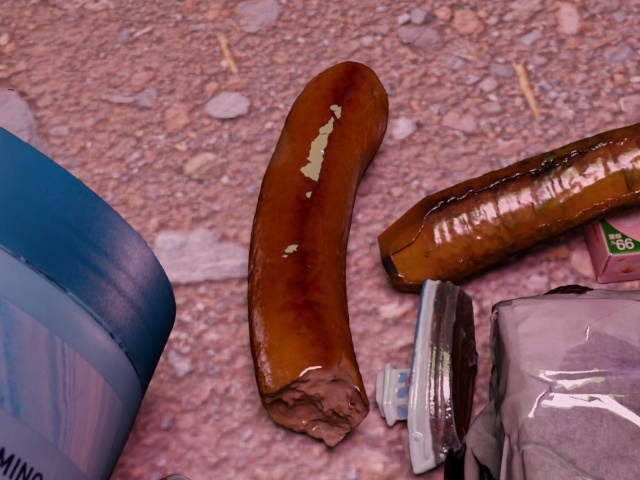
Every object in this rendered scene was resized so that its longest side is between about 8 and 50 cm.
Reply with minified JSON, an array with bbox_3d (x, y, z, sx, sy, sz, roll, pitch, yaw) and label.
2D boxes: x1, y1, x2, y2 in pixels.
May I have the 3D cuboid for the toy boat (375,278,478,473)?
[{"bbox_3d":[0.072,0.095,0.732,0.066,0.059,0.140,-11,59,29],"label":"toy boat"}]

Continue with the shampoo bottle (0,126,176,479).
[{"bbox_3d":[-0.293,0.128,0.558,0.331,0.331,0.343,15,61,11],"label":"shampoo bottle"}]

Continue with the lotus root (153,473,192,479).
[{"bbox_3d":[-0.089,0.236,0.624,0.113,0.088,0.192,11,54,-29],"label":"lotus root"}]

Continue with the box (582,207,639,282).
[{"bbox_3d":[0.267,-0.020,0.803,0.125,0.043,0.089,-7,58,-3],"label":"box"}]

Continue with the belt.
[{"bbox_3d":[0.155,0.153,0.619,0.164,0.184,0.289,-2,52,6],"label":"belt"}]

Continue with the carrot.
[{"bbox_3d":[0.169,-0.029,0.763,0.260,0.070,0.070,-20,58,11],"label":"carrot"}]

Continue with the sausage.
[{"bbox_3d":[-0.004,0.000,0.772,0.102,0.076,0.302,-12,57,27],"label":"sausage"}]
